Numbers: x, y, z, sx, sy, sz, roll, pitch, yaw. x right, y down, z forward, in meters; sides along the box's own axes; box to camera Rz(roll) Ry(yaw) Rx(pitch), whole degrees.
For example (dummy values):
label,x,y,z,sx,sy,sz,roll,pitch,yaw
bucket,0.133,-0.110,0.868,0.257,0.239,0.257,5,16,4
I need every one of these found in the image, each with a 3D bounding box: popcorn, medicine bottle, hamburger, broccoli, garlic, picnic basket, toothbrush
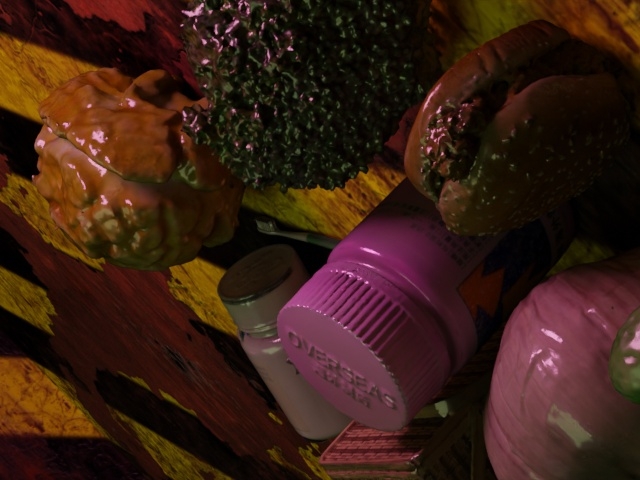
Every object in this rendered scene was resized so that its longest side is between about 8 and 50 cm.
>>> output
label,x,y,z,sx,sy,sz,roll,pitch,yaw
popcorn,-0.239,-0.098,1.764,0.282,0.247,0.282,33,138,35
medicine bottle,-0.030,0.141,1.897,0.143,0.143,0.258,7,136,51
medicine bottle,0.109,0.037,1.392,0.178,0.290,0.178,33,150,22
hamburger,0.172,-0.085,1.221,0.122,0.215,0.189,50,143,24
broccoli,-0.005,-0.180,1.322,0.288,0.260,0.235,-42,75,20
garlic,0.289,0.145,1.300,0.317,0.318,0.259,86,162,-52
picnic basket,0.170,0.196,1.502,0.175,0.313,0.228,52,155,-11
toothbrush,0.000,0.000,1.800,0.257,0.018,0.024,17,135,45

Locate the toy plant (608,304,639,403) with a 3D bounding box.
label,x,y,z,sx,sy,sz,roll,pitch,yaw
toy plant,0.406,-0.004,1.030,0.356,0.317,0.211,10,180,44
